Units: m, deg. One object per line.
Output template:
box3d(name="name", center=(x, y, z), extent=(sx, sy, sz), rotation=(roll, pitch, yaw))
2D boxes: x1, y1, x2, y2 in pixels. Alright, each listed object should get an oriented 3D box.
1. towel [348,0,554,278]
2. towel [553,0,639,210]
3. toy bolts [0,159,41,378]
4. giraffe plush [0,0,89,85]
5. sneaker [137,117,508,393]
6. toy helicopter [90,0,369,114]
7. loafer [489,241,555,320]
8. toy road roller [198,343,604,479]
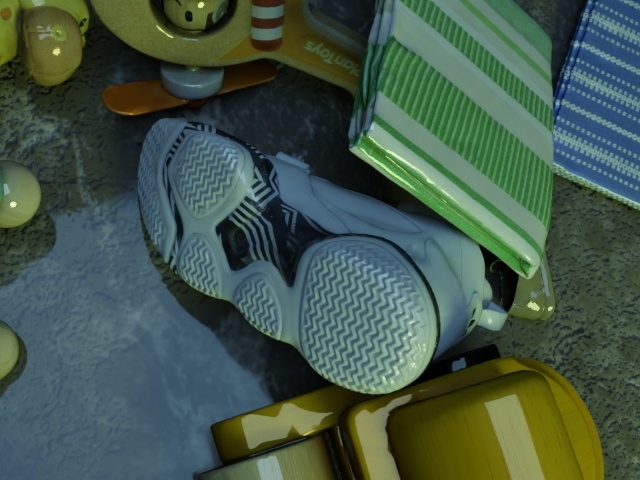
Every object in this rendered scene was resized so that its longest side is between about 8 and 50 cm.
box3d(name="towel", center=(0.134, -0.148, 0.881), extent=(0.248, 0.038, 0.324), rotation=(33, 47, -28))
box3d(name="towel", center=(0.386, -0.186, 1.040), extent=(0.243, 0.040, 0.335), rotation=(23, 76, -6))
box3d(name="toy bolts", center=(-0.346, 0.010, 0.810), extent=(0.218, 0.159, 0.228), rotation=(31, 105, 35))
box3d(name="giraffe plush", center=(-0.289, -0.191, 0.851), extent=(0.171, 0.181, 0.210), rotation=(-10, 92, -24))
box3d(name="sneaker", center=(0.000, 0.000, 0.866), extent=(0.366, 0.210, 0.137), rotation=(36, 115, 32))
box3d(name="toy helicopter", center=(-0.051, -0.191, 0.888), extent=(0.355, 0.235, 0.140), rotation=(21, 34, -28))
box3d(name="loafer", center=(0.197, 0.010, 0.942), extent=(0.050, 0.056, 0.147), rotation=(-9, 78, -19))
box3d(name="toy road roller", center=(0.077, 0.204, 0.778), extent=(0.330, 0.240, 0.202), rotation=(-16, 80, -14))
